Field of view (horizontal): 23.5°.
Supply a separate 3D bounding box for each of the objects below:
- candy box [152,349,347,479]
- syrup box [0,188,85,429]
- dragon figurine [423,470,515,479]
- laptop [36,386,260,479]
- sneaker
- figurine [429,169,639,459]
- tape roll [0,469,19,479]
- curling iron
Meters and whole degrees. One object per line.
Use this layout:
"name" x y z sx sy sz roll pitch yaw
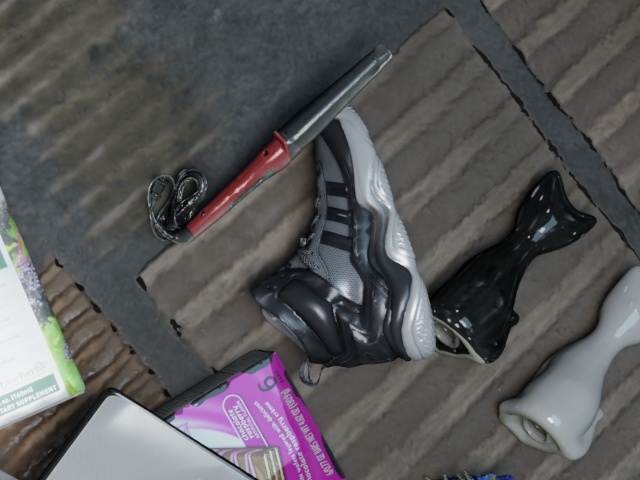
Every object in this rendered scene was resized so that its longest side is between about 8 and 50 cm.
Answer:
"candy box" -0.108 0.223 1.390 0.233 0.071 0.159 -31 97 -17
"syrup box" -0.296 0.039 1.327 0.093 0.096 0.236 -23 95 -17
"dragon figurine" 0.064 0.310 1.424 0.289 0.085 0.144 -20 78 -20
"laptop" -0.113 0.406 1.231 0.408 0.236 0.382 35 98 -13
"sneaker" 0.000 0.000 1.420 0.153 0.101 0.268 -19 75 0
"figurine" 0.230 0.071 1.504 0.215 0.092 0.209 47 71 -11
"tape roll" -0.349 0.175 1.237 0.219 0.219 0.072 32 76 -14
"curling iron" -0.048 -0.091 1.401 0.274 0.035 0.068 -35 94 5
